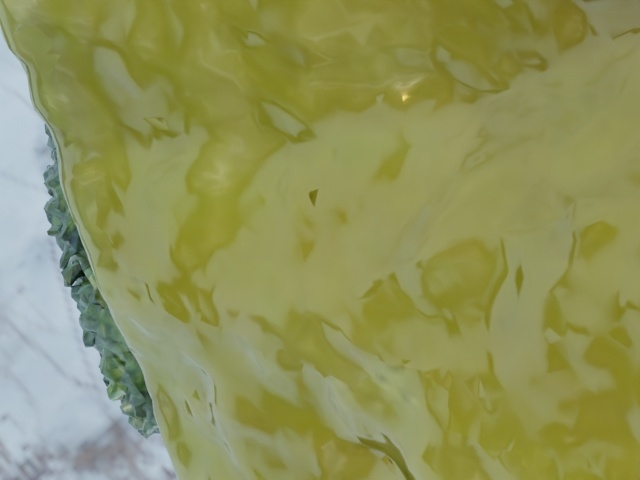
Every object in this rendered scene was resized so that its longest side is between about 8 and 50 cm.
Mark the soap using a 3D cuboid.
[{"bbox_3d":[0.142,-0.017,0.367,0.115,0.427,0.306,-54,129,-68],"label":"soap"}]

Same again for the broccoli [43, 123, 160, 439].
[{"bbox_3d":[-0.012,0.021,1.182,0.277,0.317,0.338,34,62,-66],"label":"broccoli"}]
